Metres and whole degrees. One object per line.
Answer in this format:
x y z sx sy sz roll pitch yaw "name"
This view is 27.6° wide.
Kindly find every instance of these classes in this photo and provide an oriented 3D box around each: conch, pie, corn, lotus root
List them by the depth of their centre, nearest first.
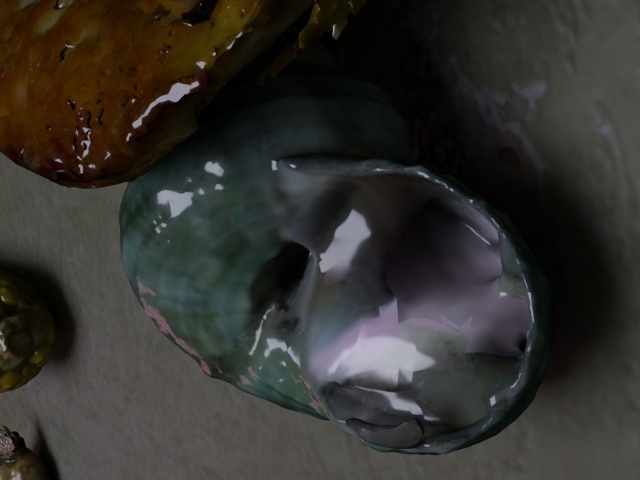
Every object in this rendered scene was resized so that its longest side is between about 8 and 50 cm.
-0.059 -0.139 0.664 0.308 0.308 0.085 11 145 53 "pie"
0.000 0.000 0.692 0.220 0.195 0.277 -46 49 43 "conch"
-0.365 0.076 1.276 0.363 0.120 0.120 4 106 55 "corn"
-0.299 0.251 1.295 0.072 0.063 0.152 27 128 59 "lotus root"

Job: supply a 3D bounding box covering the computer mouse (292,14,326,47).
-0.042 -0.124 0.798 0.099 0.057 0.172 28 123 43 "computer mouse"
